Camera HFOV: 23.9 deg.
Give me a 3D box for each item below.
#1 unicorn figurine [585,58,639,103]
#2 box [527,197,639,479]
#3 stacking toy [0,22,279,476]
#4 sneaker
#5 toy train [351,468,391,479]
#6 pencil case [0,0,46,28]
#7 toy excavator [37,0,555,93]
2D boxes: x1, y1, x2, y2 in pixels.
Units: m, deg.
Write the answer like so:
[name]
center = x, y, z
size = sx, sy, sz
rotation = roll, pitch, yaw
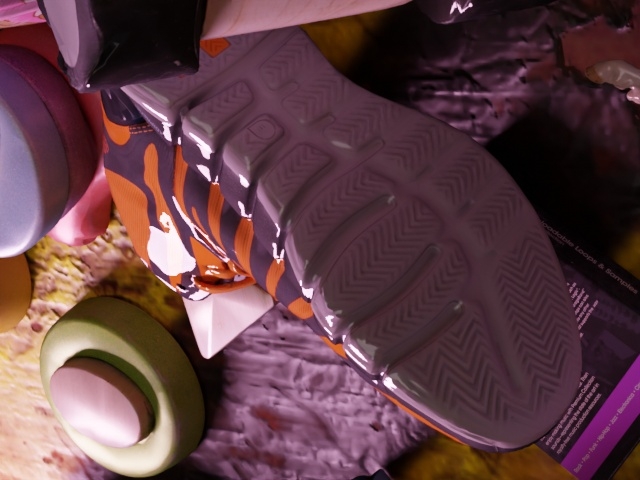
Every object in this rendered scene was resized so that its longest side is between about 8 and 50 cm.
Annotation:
[unicorn figurine]
center = 0.163, -0.118, 0.670
size = 0.111, 0.060, 0.162
rotation = -6, 126, 39
[box]
center = 0.116, 0.046, 0.812
size = 0.162, 0.029, 0.116
rotation = 38, 131, 14
[stacking toy]
center = -0.193, 0.035, 0.975
size = 0.279, 0.130, 0.309
rotation = 44, 133, 9
[sneaker]
center = 0.000, 0.000, 0.805
size = 0.321, 0.124, 0.180
rotation = 48, 156, 17
[toy train]
center = -0.001, 0.228, 0.930
size = 0.184, 0.080, 0.105
rotation = -39, 84, 12
[pencil case]
center = -0.211, -0.298, 0.786
size = 0.160, 0.167, 0.386
rotation = 22, 133, 65
[toy excavator]
center = -0.052, -0.347, 0.594
size = 0.433, 0.222, 0.445
rotation = 101, 150, -56
